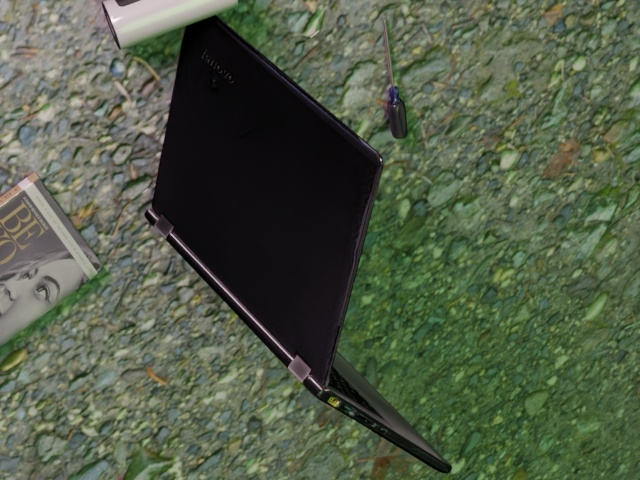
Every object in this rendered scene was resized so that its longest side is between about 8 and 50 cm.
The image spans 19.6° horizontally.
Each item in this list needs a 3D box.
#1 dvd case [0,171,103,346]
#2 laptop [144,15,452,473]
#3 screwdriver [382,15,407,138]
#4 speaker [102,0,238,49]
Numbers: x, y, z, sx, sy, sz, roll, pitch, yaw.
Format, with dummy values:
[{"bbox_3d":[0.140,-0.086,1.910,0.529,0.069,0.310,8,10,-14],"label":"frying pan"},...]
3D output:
[{"bbox_3d":[-0.363,0.046,2.043,0.221,0.018,0.164,-38,136,-9],"label":"dvd case"},{"bbox_3d":[0.000,0.000,2.023,0.236,0.382,0.408,-50,136,4],"label":"laptop"},{"bbox_3d":[0.087,-0.197,2.216,0.025,0.024,0.170,-46,139,-46],"label":"screwdriver"},{"bbox_3d":[-0.156,-0.248,1.943,0.136,0.055,0.055,-21,132,-7],"label":"speaker"}]
